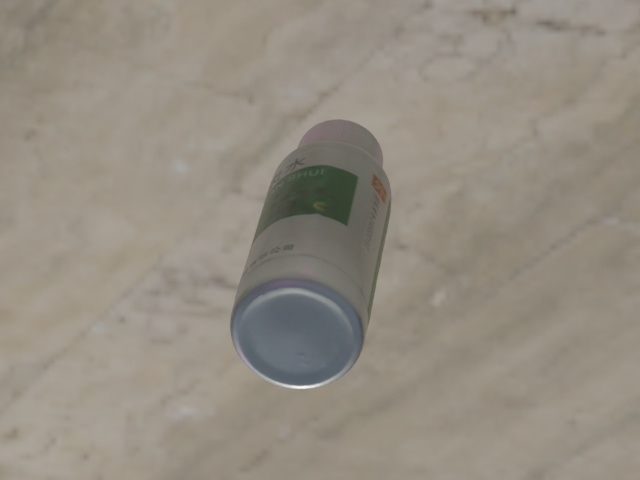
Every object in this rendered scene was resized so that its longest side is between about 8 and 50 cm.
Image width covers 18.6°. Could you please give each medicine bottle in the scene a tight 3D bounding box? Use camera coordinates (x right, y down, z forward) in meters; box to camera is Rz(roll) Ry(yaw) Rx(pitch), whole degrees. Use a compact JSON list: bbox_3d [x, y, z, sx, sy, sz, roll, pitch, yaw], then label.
[{"bbox_3d":[0.000,0.000,1.382,0.095,0.260,0.095,4,119,7],"label":"medicine bottle"}]
